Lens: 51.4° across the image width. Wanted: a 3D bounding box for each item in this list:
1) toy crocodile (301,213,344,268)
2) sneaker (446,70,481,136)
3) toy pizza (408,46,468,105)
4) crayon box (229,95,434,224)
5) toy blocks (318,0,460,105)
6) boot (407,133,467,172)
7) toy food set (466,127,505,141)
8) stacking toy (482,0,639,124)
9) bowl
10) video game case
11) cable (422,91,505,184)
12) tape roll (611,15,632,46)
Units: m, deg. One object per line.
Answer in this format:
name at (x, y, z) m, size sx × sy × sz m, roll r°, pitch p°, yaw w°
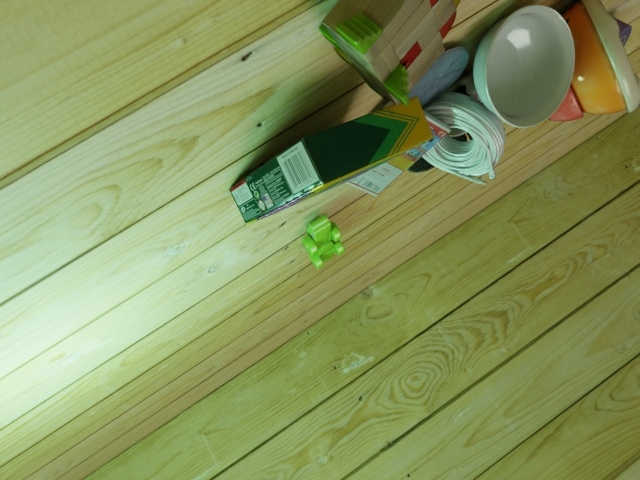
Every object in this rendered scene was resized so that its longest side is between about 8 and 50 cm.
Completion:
toy crocodile at (0.000, 0.000, 2.149) m, size 0.115 × 0.105 × 0.340 m, roll -33°, pitch 160°, yaw -7°
sneaker at (0.386, -0.380, 1.844) m, size 0.111 × 0.103 × 0.252 m, roll -23°, pitch 154°, yaw -26°
toy pizza at (0.279, -0.407, 1.643) m, size 0.201 × 0.032 × 0.201 m, roll -32°, pitch 163°, yaw -11°
crayon box at (0.015, -0.169, 1.454) m, size 0.313 × 0.106 × 0.363 m, roll -27°, pitch -177°, yaw -32°
toy blocks at (0.160, -0.409, 1.185) m, size 0.261 × 0.190 × 0.381 m, roll -50°, pitch 163°, yaw 8°
boot at (0.359, -0.261, 2.159) m, size 0.246 × 0.083 × 0.161 m, roll -29°, pitch 169°, yaw -19°
toy food set at (0.538, -0.389, 2.179) m, size 0.111 × 0.104 × 0.232 m, roll -3°, pitch 129°, yaw -39°
stacking toy at (0.619, -0.439, 1.893) m, size 0.479 × 0.351 × 0.350 m, roll -24°, pitch 170°, yaw 23°
bowl at (0.489, -0.440, 1.683) m, size 0.297 × 0.298 × 0.134 m, roll -30°, pitch -152°, yaw -19°
video game case at (0.170, -0.237, 1.729) m, size 0.204 × 0.025 × 0.285 m, roll 20°, pitch 132°, yaw -37°
cable at (0.372, -0.284, 1.795) m, size 0.089 × 0.257 × 0.257 m, roll -58°, pitch 158°, yaw -29°
tape roll at (0.917, -0.625, 2.155) m, size 0.189 × 0.080 × 0.189 m, roll -42°, pitch 155°, yaw -24°
